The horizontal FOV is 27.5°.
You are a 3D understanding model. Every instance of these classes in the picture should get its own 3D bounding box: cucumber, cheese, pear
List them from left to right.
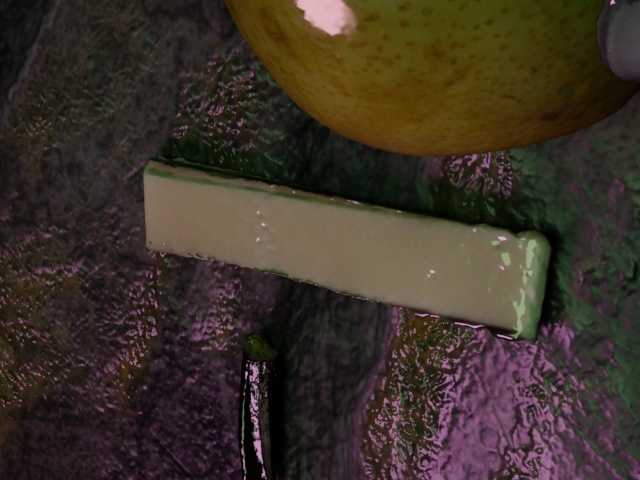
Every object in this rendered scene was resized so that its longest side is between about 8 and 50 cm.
[{"bbox_3d":[-0.053,0.145,1.098,0.034,0.033,0.135,-133,44,-71],"label":"cucumber"},{"bbox_3d":[0.002,-0.002,1.023,0.400,0.034,0.085,12,102,37],"label":"cheese"},{"bbox_3d":[0.077,-0.191,0.754,0.304,0.304,0.304,9,105,38],"label":"pear"}]

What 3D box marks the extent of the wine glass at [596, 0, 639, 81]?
[{"bbox_3d":[0.361,-0.069,0.578,0.406,0.267,0.267,42,123,20],"label":"wine glass"}]
